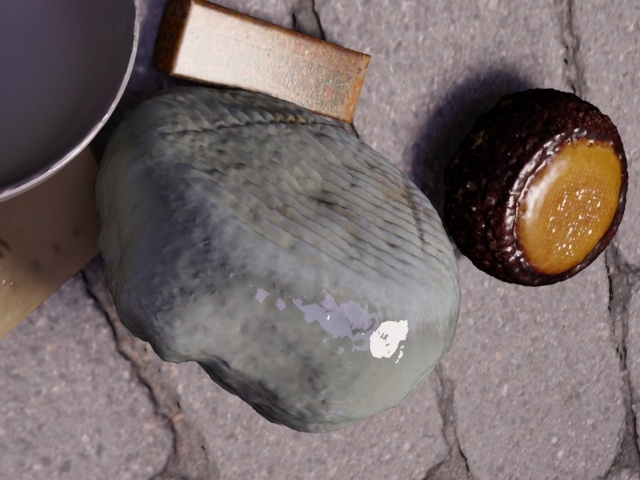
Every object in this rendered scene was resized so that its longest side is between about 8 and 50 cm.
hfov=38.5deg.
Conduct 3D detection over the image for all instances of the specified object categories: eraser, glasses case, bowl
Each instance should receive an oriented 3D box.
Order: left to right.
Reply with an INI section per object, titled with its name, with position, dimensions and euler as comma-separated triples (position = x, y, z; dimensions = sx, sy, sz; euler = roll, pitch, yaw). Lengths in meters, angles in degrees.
[bowl]
position = -0.283, -0.153, 0.653
dimensions = 0.287, 0.144, 0.287
euler = 2, 84, -19
[eraser]
position = -0.315, 0.031, 0.734
dimensions = 0.343, 0.078, 0.144
euler = -47, 135, -30
[glasses case]
position = -0.054, -0.178, 0.905
dimensions = 0.218, 0.049, 0.075
euler = 9, 104, -38

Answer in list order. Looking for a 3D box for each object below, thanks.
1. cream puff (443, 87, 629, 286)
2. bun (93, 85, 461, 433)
[cream puff]
position = 0.251, -0.066, 1.099
dimensions = 0.239, 0.165, 0.239
euler = -15, 119, -29
[bun]
position = -0.042, 0.012, 0.808
dimensions = 0.354, 0.354, 0.194
euler = 9, 125, -38
